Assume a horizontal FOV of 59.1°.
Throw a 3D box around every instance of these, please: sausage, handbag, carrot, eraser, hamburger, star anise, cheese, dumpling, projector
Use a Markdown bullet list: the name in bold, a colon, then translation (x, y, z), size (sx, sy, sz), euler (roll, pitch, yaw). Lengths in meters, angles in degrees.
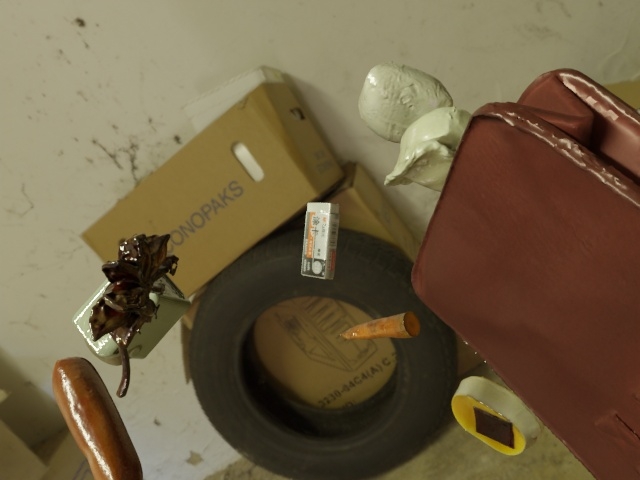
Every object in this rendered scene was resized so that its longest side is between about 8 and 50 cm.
- **sausage**: translation (-0.382, 0.324, 0.973), size (0.083, 0.300, 0.089), euler (-17, -34, -40)
- **handbag**: translation (0.201, 0.046, 0.422), size (0.084, 0.275, 0.260), euler (-29, -31, -26)
- **carrot**: translation (0.125, 0.199, 1.256), size (0.224, 0.057, 0.057), euler (-21, 25, 49)
- **eraser**: translation (0.000, 0.000, 0.912), size (0.052, 0.122, 0.029), euler (6, 1, 39)
- **hamburger**: translation (0.580, 0.564, 1.856), size (0.151, 0.227, 0.295), euler (-32, 45, -31)
- **star anise**: translation (-0.264, 0.094, 0.767), size (0.177, 0.073, 0.233), euler (76, -154, -72)
- **cheese**: translation (0.178, -0.303, 1.277), size (0.189, 0.198, 0.154), euler (-156, 89, -84)
- **dumpling**: translation (0.202, -0.149, 1.011), size (0.193, 0.147, 0.258), euler (-25, -3, 31)
- **projector**: translation (-0.473, 0.185, 1.405), size (0.242, 0.163, 0.177), euler (-49, -23, 0)
